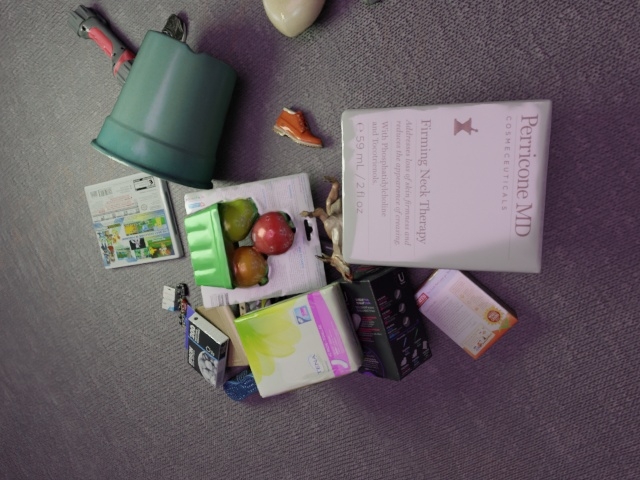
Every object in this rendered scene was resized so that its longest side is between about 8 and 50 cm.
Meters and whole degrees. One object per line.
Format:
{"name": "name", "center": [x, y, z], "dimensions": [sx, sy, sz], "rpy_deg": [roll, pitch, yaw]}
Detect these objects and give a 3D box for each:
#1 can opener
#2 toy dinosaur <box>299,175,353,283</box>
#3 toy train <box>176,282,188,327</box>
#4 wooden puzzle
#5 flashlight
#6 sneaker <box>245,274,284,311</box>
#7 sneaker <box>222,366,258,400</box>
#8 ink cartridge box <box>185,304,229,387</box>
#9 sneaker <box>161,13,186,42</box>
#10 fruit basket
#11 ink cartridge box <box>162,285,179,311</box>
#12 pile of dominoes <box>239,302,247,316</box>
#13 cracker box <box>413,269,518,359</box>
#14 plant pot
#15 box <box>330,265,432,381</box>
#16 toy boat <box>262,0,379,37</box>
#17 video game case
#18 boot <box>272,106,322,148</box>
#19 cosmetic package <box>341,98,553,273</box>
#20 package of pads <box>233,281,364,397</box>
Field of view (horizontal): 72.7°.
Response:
{"name": "can opener", "center": [0.000, 0.000, 1.251], "dimensions": [0.280, 0.074, 0.093], "rpy_deg": [20, 108, 15]}
{"name": "toy dinosaur", "center": [0.053, -0.044, 1.155], "dimensions": [0.126, 0.296, 0.201], "rpy_deg": [3, 134, 21]}
{"name": "toy train", "center": [-0.469, 0.222, 1.492], "dimensions": [0.036, 0.027, 0.159], "rpy_deg": [1, 101, 8]}
{"name": "wooden puzzle", "center": [-0.325, 0.306, 1.419], "dimensions": [0.238, 0.044, 0.221], "rpy_deg": [-23, 93, 44]}
{"name": "flashlight", "center": [-0.666, -0.597, 1.359], "dimensions": [0.304, 0.103, 0.103], "rpy_deg": [44, 114, 5]}
{"name": "sneaker", "center": [-0.179, 0.205, 1.355], "dimensions": [0.121, 0.111, 0.301], "rpy_deg": [13, 102, 32]}
{"name": "sneaker", "center": [-0.235, 0.462, 1.433], "dimensions": [0.232, 0.090, 0.082], "rpy_deg": [-32, 90, 44]}
{"name": "ink cartridge box", "center": [-0.391, 0.347, 1.428], "dimensions": [0.208, 0.045, 0.207], "rpy_deg": [30, 125, 28]}
{"name": "sneaker", "center": [-0.464, -0.587, 1.300], "dimensions": [0.071, 0.077, 0.178], "rpy_deg": [30, 108, 11]}
{"name": "fruit basket", "center": [-0.180, 0.001, 1.211], "dimensions": [0.352, 0.165, 0.328], "rpy_deg": [-11, 93, -3]}
{"name": "ink cartridge box", "center": [-0.516, 0.197, 1.501], "dimensions": [0.048, 0.028, 0.084], "rpy_deg": [14, 105, 17]}
{"name": "pile of dominoes", "center": [-0.309, 0.176, 1.376], "dimensions": [0.195, 0.040, 0.252], "rpy_deg": [5, 105, 44]}
{"name": "cracker box", "center": [0.376, 0.176, 1.156], "dimensions": [0.232, 0.067, 0.156], "rpy_deg": [42, 111, 7]}
{"name": "plant pot", "center": [-0.406, -0.362, 1.207], "dimensions": [0.340, 0.341, 0.335], "rpy_deg": [25, 100, 13]}
{"name": "box", "center": [0.163, 0.213, 1.170], "dimensions": [0.165, 0.143, 0.271], "rpy_deg": [-10, 99, 53]}
{"name": "toy boat", "center": [0.001, -0.648, 1.100], "dimensions": [0.317, 0.148, 0.268], "rpy_deg": [14, 100, 24]}
{"name": "video game case", "center": [-0.642, -0.068, 1.491], "dimensions": [0.328, 0.036, 0.301], "rpy_deg": [-9, 97, 20]}
{"name": "boot", "center": [-0.055, -0.315, 1.220], "dimensions": [0.157, 0.059, 0.085], "rpy_deg": [30, 104, 13]}
{"name": "cosmetic package", "center": [0.276, -0.130, 0.992], "dimensions": [0.392, 0.327, 0.330], "rpy_deg": [2, 101, 18]}
{"name": "package of pads", "center": [-0.052, 0.265, 1.141], "dimensions": [0.296, 0.101, 0.230], "rpy_deg": [-20, 89, 14]}
